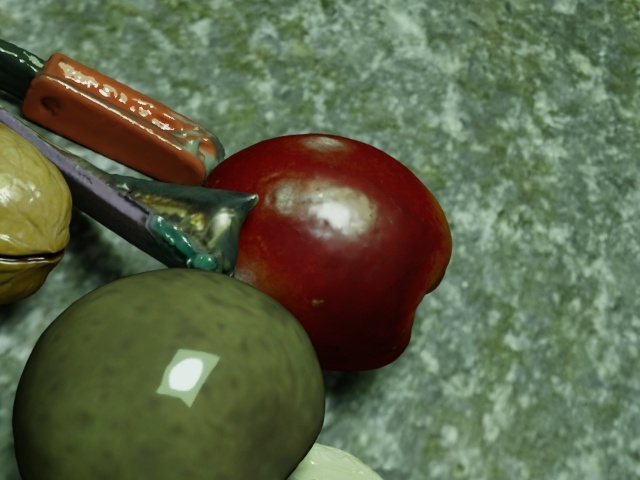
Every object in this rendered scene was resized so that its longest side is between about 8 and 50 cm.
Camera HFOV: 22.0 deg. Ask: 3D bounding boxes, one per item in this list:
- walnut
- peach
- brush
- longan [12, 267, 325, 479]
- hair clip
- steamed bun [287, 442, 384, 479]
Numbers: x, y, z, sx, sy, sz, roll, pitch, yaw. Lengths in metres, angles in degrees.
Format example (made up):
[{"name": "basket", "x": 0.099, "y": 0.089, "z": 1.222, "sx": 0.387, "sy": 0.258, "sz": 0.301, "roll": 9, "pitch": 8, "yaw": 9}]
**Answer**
[{"name": "walnut", "x": -0.285, "y": -0.024, "z": 1.371, "sx": 0.180, "sy": 0.144, "sz": 0.144, "roll": 34, "pitch": 40, "yaw": 22}, {"name": "peach", "x": 0.000, "y": 0.000, "z": 1.473, "sx": 0.243, "sy": 0.199, "sz": 0.243, "roll": 21, "pitch": 34, "yaw": -15}, {"name": "brush", "x": -0.178, "y": -0.104, "z": 1.572, "sx": 0.323, "sy": 0.070, "sz": 0.051, "roll": 24, "pitch": 45, "yaw": -9}, {"name": "longan", "x": -0.120, "y": 0.138, "z": 1.255, "sx": 0.215, "sy": 0.246, "sz": 0.246, "roll": 50, "pitch": 13, "yaw": -55}, {"name": "hair clip", "x": -0.197, "y": -0.051, "z": 1.435, "sx": 0.358, "sy": 0.096, "sz": 0.110, "roll": 24, "pitch": 16, "yaw": 32}, {"name": "steamed bun", "x": 0.008, "y": 0.231, "z": 1.329, "sx": 0.130, "sy": 0.091, "sz": 0.112, "roll": 33, "pitch": 45, "yaw": -2}]
